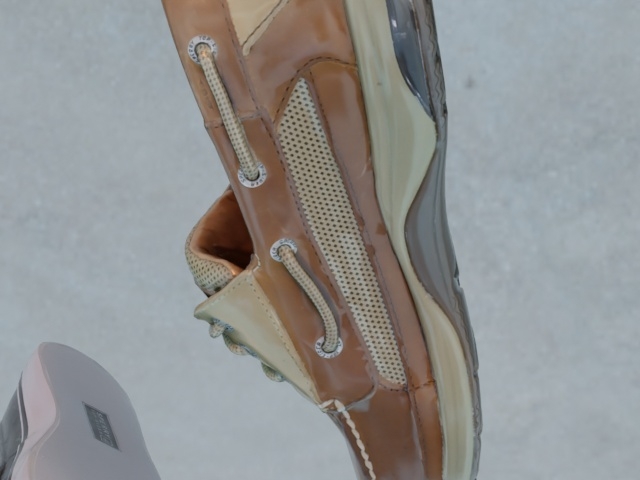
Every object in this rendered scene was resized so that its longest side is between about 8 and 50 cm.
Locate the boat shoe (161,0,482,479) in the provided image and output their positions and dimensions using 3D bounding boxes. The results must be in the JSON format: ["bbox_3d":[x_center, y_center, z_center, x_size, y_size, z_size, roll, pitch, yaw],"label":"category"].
[{"bbox_3d":[0.000,0.000,0.662,0.120,0.122,0.324,-10,121,0],"label":"boat shoe"}]

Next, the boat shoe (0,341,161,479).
[{"bbox_3d":[-0.173,0.169,0.948,0.113,0.306,0.105,32,99,-26],"label":"boat shoe"}]
